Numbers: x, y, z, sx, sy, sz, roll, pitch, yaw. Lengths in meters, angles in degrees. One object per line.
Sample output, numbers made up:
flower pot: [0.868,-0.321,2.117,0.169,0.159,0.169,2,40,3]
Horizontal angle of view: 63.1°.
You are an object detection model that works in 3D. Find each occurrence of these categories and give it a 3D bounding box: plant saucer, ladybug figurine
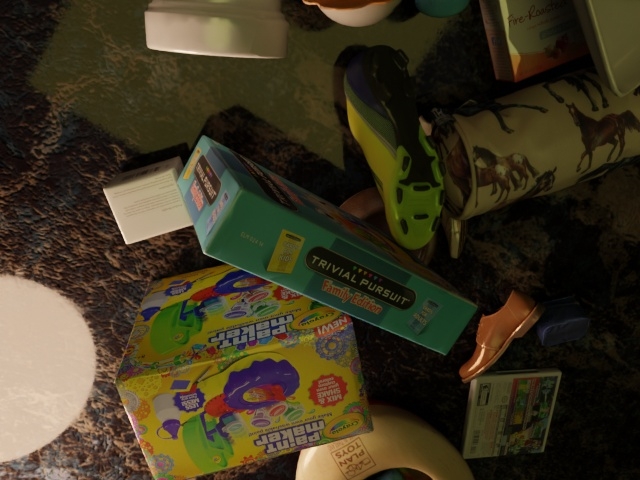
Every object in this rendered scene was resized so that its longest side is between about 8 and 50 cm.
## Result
plant saucer: [0.107,0.008,0.875,0.199,0.036,0.198,-3,110,-8]
ladybug figurine: [0.121,0.453,0.979,0.305,0.162,0.449,-30,113,3]

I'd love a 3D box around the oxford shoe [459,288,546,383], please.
oxford shoe: [0.318,0.177,0.967,0.076,0.076,0.212,39,111,16]

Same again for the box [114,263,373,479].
box: [-0.104,0.160,0.767,0.290,0.279,0.177,-13,113,-5]

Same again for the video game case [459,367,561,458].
video game case: [0.384,0.352,1.060,0.184,0.023,0.201,-1,110,-9]

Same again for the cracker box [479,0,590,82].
cracker box: [0.312,-0.367,0.747,0.156,0.067,0.232,-22,112,-1]

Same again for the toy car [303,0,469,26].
toy car: [0.072,-0.316,0.581,0.210,0.238,0.219,9,148,16]

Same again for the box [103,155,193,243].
box: [-0.240,-0.061,0.755,0.101,0.102,0.087,-17,110,-3]

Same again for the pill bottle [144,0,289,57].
pill bottle: [-0.116,-0.403,0.586,0.210,0.210,0.362,0,111,-9]

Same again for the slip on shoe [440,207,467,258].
slip on shoe: [0.221,-0.034,0.876,0.041,0.051,0.135,11,125,29]

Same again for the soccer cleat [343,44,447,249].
soccer cleat: [0.101,-0.129,0.747,0.093,0.121,0.289,-14,92,-24]

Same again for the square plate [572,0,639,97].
square plate: [0.411,-0.406,0.682,0.344,0.049,0.347,-34,105,-24]

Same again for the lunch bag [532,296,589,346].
lunch bag: [0.443,0.145,0.966,0.098,0.065,0.067,-12,132,-2]

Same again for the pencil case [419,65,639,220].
pencil case: [0.359,-0.173,0.773,0.410,0.160,0.183,-18,68,-5]

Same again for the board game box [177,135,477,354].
board game box: [0.000,0.000,0.666,0.336,0.254,0.079,26,100,-28]
